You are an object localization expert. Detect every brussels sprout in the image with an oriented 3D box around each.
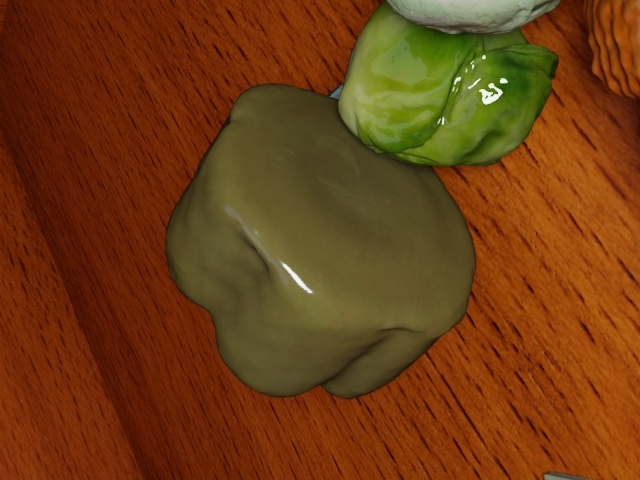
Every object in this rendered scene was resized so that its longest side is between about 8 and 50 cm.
[{"bbox_3d":[0.175,-0.228,1.003,0.294,0.227,0.259,-20,76,26],"label":"brussels sprout"}]

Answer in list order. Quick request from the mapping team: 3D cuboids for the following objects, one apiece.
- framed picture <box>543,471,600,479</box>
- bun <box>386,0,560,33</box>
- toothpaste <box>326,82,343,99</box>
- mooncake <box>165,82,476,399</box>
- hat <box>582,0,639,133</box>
[{"bbox_3d":[0.468,0.457,0.990,0.324,0.020,0.240,-10,92,52],"label":"framed picture"},{"bbox_3d":[0.196,-0.344,0.831,0.283,0.179,0.283,-9,61,17],"label":"bun"},{"bbox_3d":[0.000,-0.192,1.322,0.313,0.089,0.071,-32,69,50],"label":"toothpaste"},{"bbox_3d":[0.000,0.000,1.077,0.262,0.467,0.467,-44,66,40],"label":"mooncake"},{"bbox_3d":[0.431,-0.125,0.715,0.285,0.285,0.400,3,118,50],"label":"hat"}]
